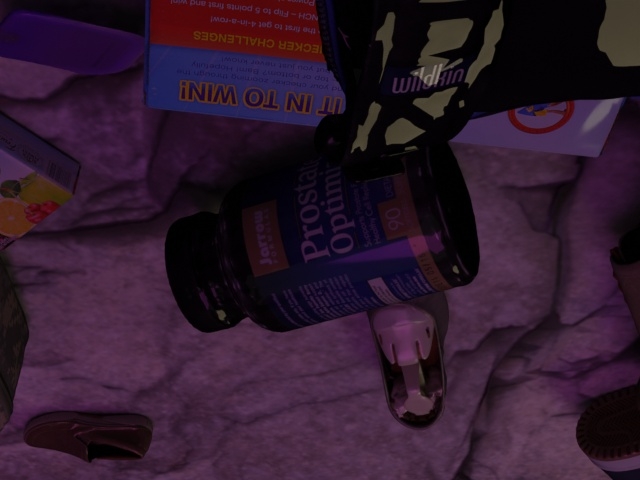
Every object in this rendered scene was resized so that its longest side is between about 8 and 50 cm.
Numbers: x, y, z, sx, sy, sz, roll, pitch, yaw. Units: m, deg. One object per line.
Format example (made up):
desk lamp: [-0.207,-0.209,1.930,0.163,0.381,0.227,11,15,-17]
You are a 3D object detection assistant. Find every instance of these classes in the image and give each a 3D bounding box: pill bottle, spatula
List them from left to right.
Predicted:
spatula: [-0.257,-0.172,0.705,0.296,0.030,0.084,26,157,-21]
pill bottle: [0.000,0.000,0.826,0.219,0.123,0.123,-16,135,18]

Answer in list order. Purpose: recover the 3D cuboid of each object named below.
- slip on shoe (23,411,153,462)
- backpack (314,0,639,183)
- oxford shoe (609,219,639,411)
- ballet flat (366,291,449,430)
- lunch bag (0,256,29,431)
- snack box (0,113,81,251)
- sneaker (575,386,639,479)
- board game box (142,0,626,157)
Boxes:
slip on shoe: [-0.241,0.207,1.126,0.135,0.041,0.051,0,138,1]
backpack: [0.101,-0.178,0.421,0.276,0.213,0.263,-12,154,6]
oxford shoe: [0.298,0.036,0.893,0.130,0.123,0.348,23,142,16]
ballet flat: [0.082,0.096,0.973,0.072,0.068,0.213,-6,138,8]
lunch bag: [-0.415,0.131,0.886,0.305,0.256,0.213,0,138,2]
snack box: [-0.270,-0.058,0.832,0.100,0.037,0.141,-32,128,31]
sneaker: [0.405,0.193,1.048,0.282,0.099,0.153,-17,131,29]
board game box: [0.057,-0.198,0.629,0.308,0.086,0.302,6,138,-5]
